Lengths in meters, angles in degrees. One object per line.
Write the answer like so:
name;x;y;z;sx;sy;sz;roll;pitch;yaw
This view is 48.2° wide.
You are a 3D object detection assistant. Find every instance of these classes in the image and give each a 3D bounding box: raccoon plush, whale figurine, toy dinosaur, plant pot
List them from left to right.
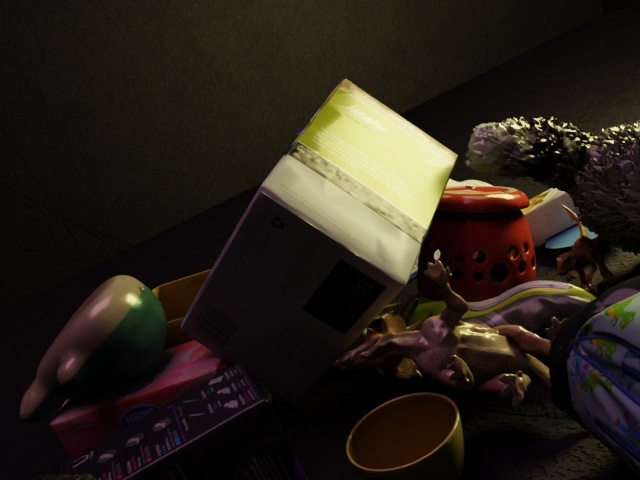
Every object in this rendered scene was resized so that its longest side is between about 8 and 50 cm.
whale figurine;-0.349;0.185;1.122;0.272;0.141;0.216;-48;14;8
plant pot;-0.225;0.186;1.317;0.212;0.187;0.212;-17;18;21
plant pot;0.109;0.251;0.812;0.134;0.095;0.134;-23;17;7
toy dinosaur;0.180;0.139;0.876;0.200;0.295;0.127;105;-175;-70
plant pot;0.253;0.002;1.158;0.191;0.174;0.191;0;9;0
toy dinosaur;0.407;0.016;1.097;0.064;0.112;0.211;-20;10;28
raccoon plush;0.439;-0.043;0.956;0.446;0.216;0.299;-2;17;-2

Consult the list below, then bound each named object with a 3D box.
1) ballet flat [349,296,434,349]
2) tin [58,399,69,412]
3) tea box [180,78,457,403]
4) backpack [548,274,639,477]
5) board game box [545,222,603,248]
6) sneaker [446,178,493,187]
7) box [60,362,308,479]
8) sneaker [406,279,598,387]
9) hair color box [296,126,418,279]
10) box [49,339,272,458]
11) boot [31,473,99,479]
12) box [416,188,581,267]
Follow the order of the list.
ballet flat;0.107;0.147;1.190;0.231;0.077;0.077;-16;34;22
tin;-0.465;0.318;1.511;0.106;0.040;0.189;-5;25;38
tea box;0.000;0.000;1.068;0.329;0.220;0.323;-54;3;41
backpack;0.388;0.132;0.593;0.290;0.273;0.355;-17;29;0
board game box;0.469;-0.017;1.255;0.133;0.033;0.169;-23;13;31
sneaker;0.229;-0.081;1.498;0.305;0.114;0.152;14;41;19
box;-0.169;0.306;0.907;0.270;0.165;0.143;-28;17;-13
sneaker;0.246;0.143;0.985;0.300;0.111;0.121;-16;36;28
hair color box;0.097;-0.092;1.455;0.110;0.339;0.185;-30;17;-24
box;-0.248;0.272;1.146;0.300;0.154;0.142;-19;17;13
boot;-0.134;0.314;0.663;0.348;0.260;0.131;-23;16;5
box;0.331;-0.007;1.295;0.324;0.067;0.063;-29;12;6
